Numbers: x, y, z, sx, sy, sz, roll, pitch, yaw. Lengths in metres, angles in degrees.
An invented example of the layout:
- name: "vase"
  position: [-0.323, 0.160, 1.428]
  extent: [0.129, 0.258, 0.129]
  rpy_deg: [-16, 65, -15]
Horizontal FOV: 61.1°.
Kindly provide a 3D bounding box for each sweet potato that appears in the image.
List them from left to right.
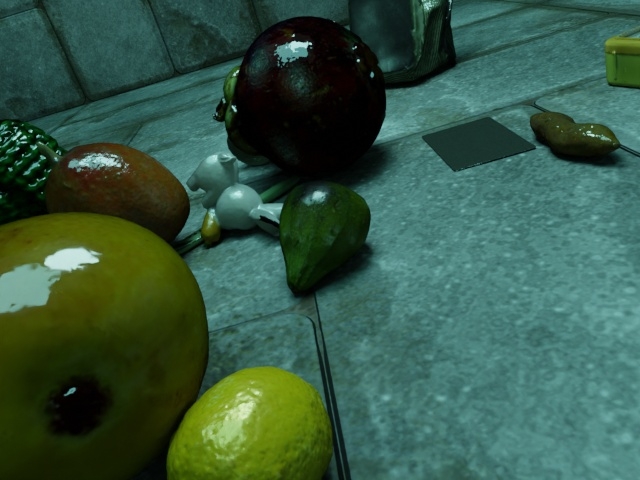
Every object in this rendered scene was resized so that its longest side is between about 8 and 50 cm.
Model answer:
- name: "sweet potato"
  position: [0.381, -0.168, 0.848]
  extent: [0.065, 0.051, 0.218]
  rpy_deg: [-23, 26, -3]

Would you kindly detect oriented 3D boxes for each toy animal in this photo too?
- name: "toy animal"
  position: [-0.134, -0.057, 0.883]
  extent: [0.131, 0.181, 0.127]
  rpy_deg: [-34, -10, -35]

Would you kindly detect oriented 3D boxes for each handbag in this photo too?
- name: "handbag"
  position: [0.233, -0.605, 1.483]
  extent: [0.240, 0.340, 0.247]
  rpy_deg: [-16, 15, -42]

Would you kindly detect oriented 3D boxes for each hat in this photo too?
- name: "hat"
  position: [-0.706, -0.083, 1.185]
  extent: [0.274, 0.242, 0.332]
  rpy_deg: [-10, 47, 51]

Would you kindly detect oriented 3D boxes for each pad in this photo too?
- name: "pad"
  position: [0.277, -0.179, 0.982]
  extent: [0.143, 0.003, 0.211]
  rpy_deg: [-16, 27, 3]

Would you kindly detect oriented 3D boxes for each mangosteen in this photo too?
- name: "mangosteen"
  position: [-0.031, -0.259, 0.999]
  extent: [0.311, 0.311, 0.311]
  rpy_deg: [-13, 27, 7]

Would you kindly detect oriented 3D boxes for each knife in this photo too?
- name: "knife"
  position: [-0.148, -0.049, 0.964]
  extent: [0.293, 0.019, 0.043]
  rpy_deg: [-36, 34, -31]

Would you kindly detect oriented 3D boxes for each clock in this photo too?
- name: "clock"
  position: [0.635, -0.336, 0.973]
  extent: [0.143, 0.096, 0.202]
  rpy_deg: [-28, 28, -13]

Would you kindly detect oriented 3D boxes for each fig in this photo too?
- name: "fig"
  position: [0.000, 0.000, 0.717]
  extent: [0.123, 0.123, 0.156]
  rpy_deg: [1, 71, 32]

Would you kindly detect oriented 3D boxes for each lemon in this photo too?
- name: "lemon"
  position: [-0.049, 0.158, 0.417]
  extent: [0.114, 0.114, 0.155]
  rpy_deg: [2, 21, 32]

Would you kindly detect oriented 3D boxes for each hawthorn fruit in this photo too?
- name: "hawthorn fruit"
  position: [-0.334, -0.069, 0.852]
  extent: [0.200, 0.251, 0.199]
  rpy_deg: [-23, 42, 23]

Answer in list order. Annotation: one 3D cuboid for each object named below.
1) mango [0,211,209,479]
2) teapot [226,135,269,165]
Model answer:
- name: "mango"
  position: [-0.299, 0.125, 0.490]
  extent: [0.446, 0.232, 0.300]
  rpy_deg: [-18, 24, 29]
- name: "teapot"
  position: [-0.122, -0.284, 1.247]
  extent: [0.184, 0.183, 0.250]
  rpy_deg: [-5, 42, 22]
